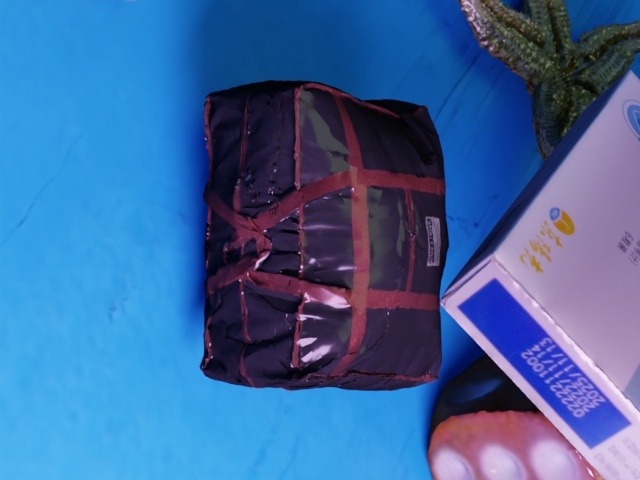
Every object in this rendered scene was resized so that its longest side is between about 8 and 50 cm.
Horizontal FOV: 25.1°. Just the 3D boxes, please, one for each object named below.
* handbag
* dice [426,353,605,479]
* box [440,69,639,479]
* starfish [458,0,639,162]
[{"bbox_3d":[0.000,0.000,0.991,0.169,0.155,0.215,1,86,-48],"label":"handbag"},{"bbox_3d":[0.204,0.176,1.162,0.179,0.175,0.174,-35,108,-47],"label":"dice"},{"bbox_3d":[0.236,0.019,1.094,0.200,0.065,0.343,47,39,-2],"label":"box"},{"bbox_3d":[0.248,-0.158,1.343,0.358,0.078,0.347,-17,69,-49],"label":"starfish"}]
